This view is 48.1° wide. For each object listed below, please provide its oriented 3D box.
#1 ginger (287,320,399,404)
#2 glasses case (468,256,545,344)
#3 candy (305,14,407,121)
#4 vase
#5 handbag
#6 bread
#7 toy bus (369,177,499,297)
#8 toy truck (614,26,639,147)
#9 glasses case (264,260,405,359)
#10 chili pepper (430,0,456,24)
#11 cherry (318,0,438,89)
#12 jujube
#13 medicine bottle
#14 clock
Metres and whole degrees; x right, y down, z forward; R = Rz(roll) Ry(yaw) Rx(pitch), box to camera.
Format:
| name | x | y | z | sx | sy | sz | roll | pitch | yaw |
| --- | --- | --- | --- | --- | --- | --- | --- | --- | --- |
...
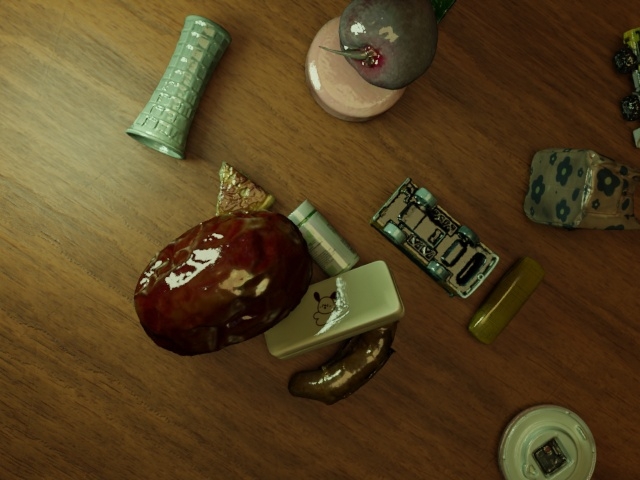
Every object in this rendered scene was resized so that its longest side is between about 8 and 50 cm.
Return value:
| name | x | y | z | sx | sy | sz | roll | pitch | yaw |
| --- | --- | --- | --- | --- | --- | --- | --- | --- | --- |
| ginger | 0.070 | 0.273 | 1.646 | 0.133 | 0.107 | 0.309 | 44 | 88 | -11 |
| glasses case | 0.440 | 0.141 | 1.703 | 0.079 | 0.064 | 0.234 | 40 | 86 | -6 |
| candy | 0.092 | -0.402 | 1.652 | 0.255 | 0.094 | 0.255 | 0 | 90 | -5 |
| vase | -0.306 | -0.343 | 1.593 | 0.143 | 0.143 | 0.298 | 23 | 85 | -6 |
| handbag | 0.611 | -0.109 | 1.638 | 0.193 | 0.251 | 0.190 | 6 | 96 | -15 |
| bread | -0.169 | -0.100 | 1.645 | 0.136 | 0.054 | 0.154 | 4 | 95 | -5 |
| toy bus | 0.254 | -0.001 | 1.636 | 0.275 | 0.167 | 0.138 | 41 | 86 | 0 |
| toy truck | 0.797 | -0.372 | 1.719 | 0.136 | 0.111 | 0.285 | -13 | 94 | -7 |
| glasses case | 0.024 | 0.158 | 1.602 | 0.313 | 0.070 | 0.131 | -20 | 66 | 9 |
| chili pepper | 0.184 | -0.606 | 1.660 | 0.270 | 0.099 | 0.136 | 39 | 95 | -9 |
| cherry | 0.144 | -0.429 | 1.517 | 0.266 | 0.183 | 0.213 | -44 | 108 | -17 |
| jujube | -0.203 | 0.085 | 1.533 | 0.377 | 0.276 | 0.276 | -30 | 93 | 6 |
| medicine bottle | 0.000 | 0.000 | 1.647 | 0.086 | 0.086 | 0.183 | -43 | 94 | -4 |
| clock | 0.544 | 0.513 | 1.720 | 0.244 | 0.056 | 0.244 | 0 | 90 | -5 |
